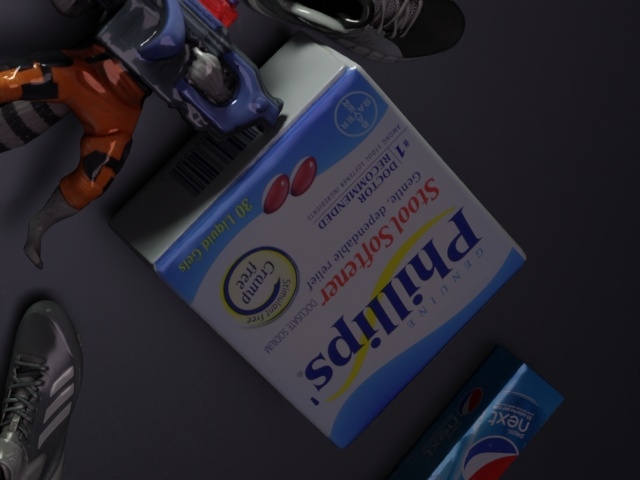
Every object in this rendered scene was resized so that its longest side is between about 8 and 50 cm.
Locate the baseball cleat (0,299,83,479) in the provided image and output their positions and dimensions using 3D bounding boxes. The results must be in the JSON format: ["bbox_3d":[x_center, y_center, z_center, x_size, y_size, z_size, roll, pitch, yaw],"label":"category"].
[{"bbox_3d":[-0.274,0.163,1.784,0.072,0.109,0.206,8,104,20],"label":"baseball cleat"}]

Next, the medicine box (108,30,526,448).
[{"bbox_3d":[0.000,0.000,1.799,0.263,0.149,0.289,-46,119,-3],"label":"medicine box"}]

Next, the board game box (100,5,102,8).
[{"bbox_3d":[-0.151,-0.272,1.761,0.154,0.026,0.103,-44,112,-4],"label":"board game box"}]

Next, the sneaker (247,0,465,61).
[{"bbox_3d":[0.047,-0.211,1.785,0.228,0.132,0.086,10,100,-20],"label":"sneaker"}]

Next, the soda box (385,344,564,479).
[{"bbox_3d":[0.152,0.215,1.958,0.067,0.071,0.210,40,89,-22],"label":"soda box"}]

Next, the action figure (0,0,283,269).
[{"bbox_3d":[-0.217,-0.188,1.675,0.330,0.178,0.341,-40,109,-4],"label":"action figure"}]
